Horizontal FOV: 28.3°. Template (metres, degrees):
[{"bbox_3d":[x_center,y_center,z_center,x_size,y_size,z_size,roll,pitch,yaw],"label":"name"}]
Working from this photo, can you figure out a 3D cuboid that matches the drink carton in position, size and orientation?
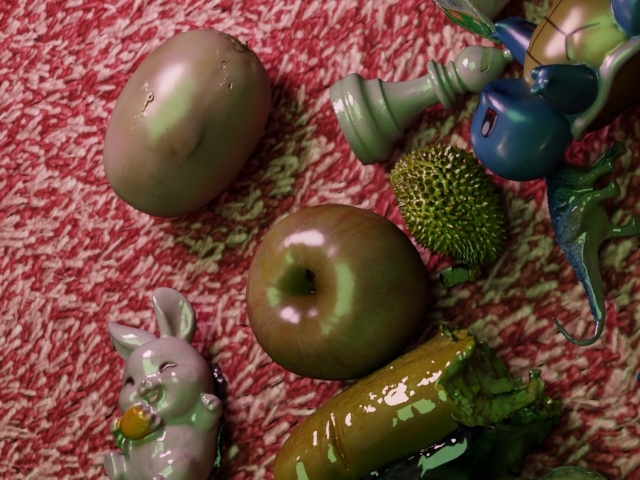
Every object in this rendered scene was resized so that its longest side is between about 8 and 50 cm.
[{"bbox_3d":[0.233,-0.390,1.813,0.142,0.144,0.146,-49,37,1],"label":"drink carton"}]

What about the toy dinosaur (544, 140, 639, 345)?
[{"bbox_3d":[0.356,-0.042,1.718,0.147,0.076,0.363,-28,62,32],"label":"toy dinosaur"}]

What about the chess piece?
[{"bbox_3d":[0.159,-0.221,1.848,0.271,0.139,0.139,-24,69,12],"label":"chess piece"}]

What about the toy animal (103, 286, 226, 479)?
[{"bbox_3d":[-0.244,0.252,1.959,0.208,0.154,0.325,-33,57,29],"label":"toy animal"}]

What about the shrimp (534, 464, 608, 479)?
[{"bbox_3d":[0.294,0.372,1.685,0.223,0.047,0.126,-20,64,20],"label":"shrimp"}]

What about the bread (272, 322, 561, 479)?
[{"bbox_3d":[0.110,0.271,1.688,0.376,0.251,0.208,-36,86,20],"label":"bread"}]

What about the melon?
[{"bbox_3d":[-0.208,-0.185,1.979,0.223,0.223,0.317,40,102,29],"label":"melon"}]

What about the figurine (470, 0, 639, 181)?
[{"bbox_3d":[0.358,-0.261,1.649,0.416,0.243,0.298,-31,30,7],"label":"figurine"}]

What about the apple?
[{"bbox_3d":[0.027,0.075,1.788,0.257,0.234,0.257,-5,80,27],"label":"apple"}]

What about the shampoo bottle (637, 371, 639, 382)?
[{"bbox_3d":[0.492,0.133,1.615,0.087,0.050,0.183,43,102,32],"label":"shampoo bottle"}]

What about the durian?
[{"bbox_3d":[0.184,-0.049,1.765,0.146,0.159,0.198,-34,61,2],"label":"durian"}]
